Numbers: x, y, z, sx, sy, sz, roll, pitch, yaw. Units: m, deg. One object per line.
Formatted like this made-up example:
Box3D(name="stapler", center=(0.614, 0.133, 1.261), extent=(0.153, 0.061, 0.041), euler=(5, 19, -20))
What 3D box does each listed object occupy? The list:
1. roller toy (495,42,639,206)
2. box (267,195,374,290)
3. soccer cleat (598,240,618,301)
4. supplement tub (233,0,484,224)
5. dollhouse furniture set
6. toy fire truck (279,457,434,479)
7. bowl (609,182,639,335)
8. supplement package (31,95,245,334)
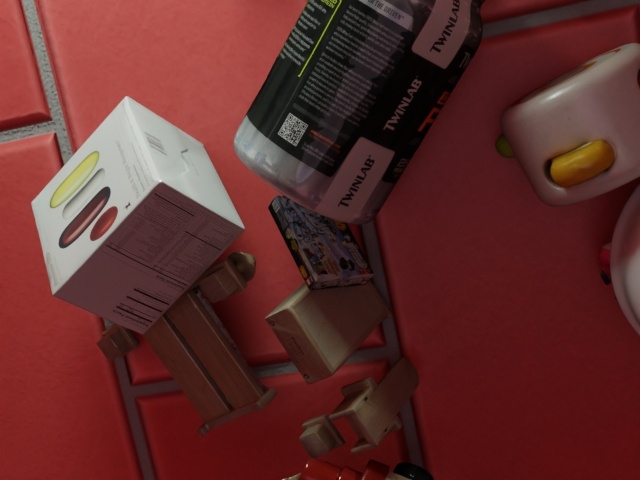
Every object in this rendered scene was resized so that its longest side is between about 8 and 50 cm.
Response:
Box3D(name="roller toy", center=(0.325, -0.130, 1.155), extent=(0.191, 0.209, 0.146), euler=(-30, 95, -6))
Box3D(name="box", center=(0.000, 0.000, 1.262), extent=(0.027, 0.094, 0.137), euler=(-54, 51, 40))
Box3D(name="soccer cleat", center=(0.499, 0.090, 1.225), extent=(0.331, 0.116, 0.143), euler=(43, 89, -2))
Box3D(name="supplement tub", center=(0.056, -0.207, 1.183), extent=(0.207, 0.207, 0.338), euler=(32, 105, 3))
Box3D(name="dollhouse furniture set", center=(-0.084, 0.166, 1.362), extent=(0.355, 0.174, 0.303), euler=(-28, 98, 39))
Box3D(name="toy fire truck", center=(0.000, 0.368, 1.295), extent=(0.246, 0.158, 0.217), euler=(21, 143, 11))
Box3D(name="bowl", center=(0.468, 0.038, 1.063), extent=(0.297, 0.134, 0.298), euler=(4, 104, 17))
Box3D(name="supplement package", center=(-0.240, -0.032, 1.253), extent=(0.203, 0.194, 0.149), euler=(-45, 134, 15))
